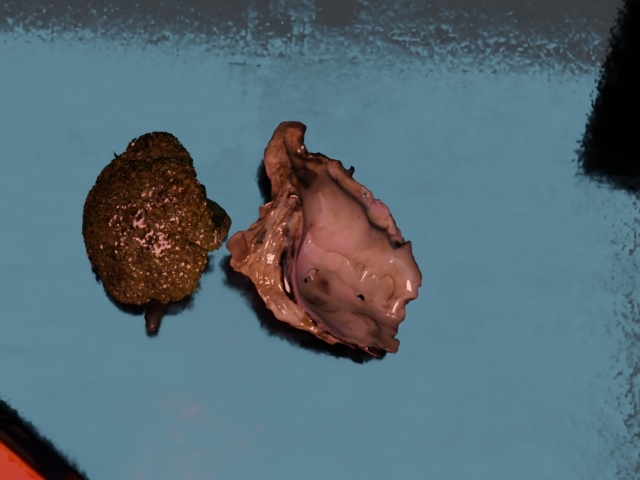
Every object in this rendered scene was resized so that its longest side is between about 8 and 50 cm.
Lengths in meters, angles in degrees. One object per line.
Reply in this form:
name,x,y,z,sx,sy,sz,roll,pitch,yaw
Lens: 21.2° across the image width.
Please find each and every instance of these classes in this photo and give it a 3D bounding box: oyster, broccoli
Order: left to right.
broccoli,-0.125,-0.013,1.314,0.120,0.130,0.131,-6,46,-46
oyster,0.000,0.000,1.341,0.163,0.081,0.191,-1,82,-37

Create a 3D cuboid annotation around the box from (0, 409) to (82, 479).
box,-0.351,0.233,1.152,0.257,0.318,0.349,40,80,1
